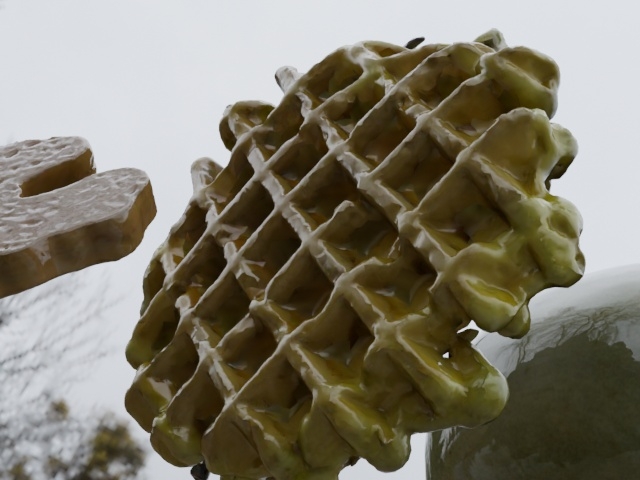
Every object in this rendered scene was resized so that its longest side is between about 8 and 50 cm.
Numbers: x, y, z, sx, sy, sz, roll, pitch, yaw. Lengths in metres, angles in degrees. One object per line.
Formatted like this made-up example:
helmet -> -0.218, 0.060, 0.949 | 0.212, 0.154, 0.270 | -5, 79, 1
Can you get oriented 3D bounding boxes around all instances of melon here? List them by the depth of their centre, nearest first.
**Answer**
melon -> 0.235, 0.145, 0.781 | 0.330, 0.268, 0.268 | -5, -48, 29

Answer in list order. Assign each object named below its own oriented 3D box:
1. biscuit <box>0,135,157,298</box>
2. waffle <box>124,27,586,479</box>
biscuit -> -0.196, 0.009, 0.585 | 0.144, 0.236, 0.040 | 20, -50, 52
waffle -> 0.007, -0.001, 0.667 | 0.329, 0.329, 0.062 | -20, -45, 41
